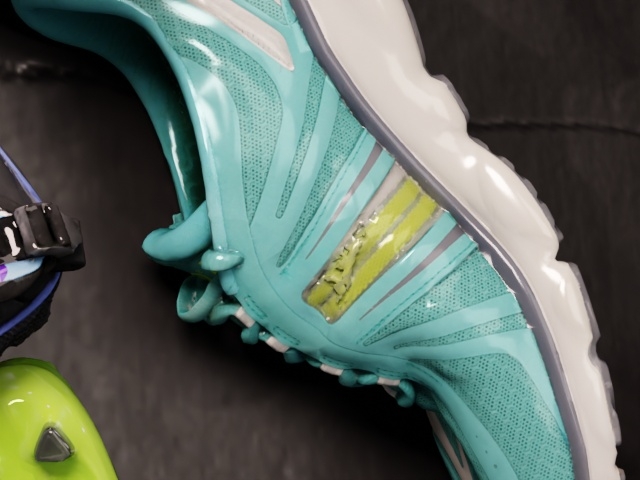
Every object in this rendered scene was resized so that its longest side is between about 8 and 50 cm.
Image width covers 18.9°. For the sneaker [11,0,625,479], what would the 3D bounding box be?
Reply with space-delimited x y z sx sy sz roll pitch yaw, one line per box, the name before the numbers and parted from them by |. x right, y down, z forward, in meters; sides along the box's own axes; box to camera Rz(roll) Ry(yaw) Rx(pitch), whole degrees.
sneaker | 0.000 0.000 0.631 0.110 0.107 0.275 -34 92 -21

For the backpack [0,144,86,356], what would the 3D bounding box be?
backpack | -0.171 -0.001 0.465 0.173 0.117 0.158 -39 100 -40

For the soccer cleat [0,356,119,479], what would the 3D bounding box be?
soccer cleat | -0.064 0.117 0.547 0.060 0.072 0.179 -13 100 1
